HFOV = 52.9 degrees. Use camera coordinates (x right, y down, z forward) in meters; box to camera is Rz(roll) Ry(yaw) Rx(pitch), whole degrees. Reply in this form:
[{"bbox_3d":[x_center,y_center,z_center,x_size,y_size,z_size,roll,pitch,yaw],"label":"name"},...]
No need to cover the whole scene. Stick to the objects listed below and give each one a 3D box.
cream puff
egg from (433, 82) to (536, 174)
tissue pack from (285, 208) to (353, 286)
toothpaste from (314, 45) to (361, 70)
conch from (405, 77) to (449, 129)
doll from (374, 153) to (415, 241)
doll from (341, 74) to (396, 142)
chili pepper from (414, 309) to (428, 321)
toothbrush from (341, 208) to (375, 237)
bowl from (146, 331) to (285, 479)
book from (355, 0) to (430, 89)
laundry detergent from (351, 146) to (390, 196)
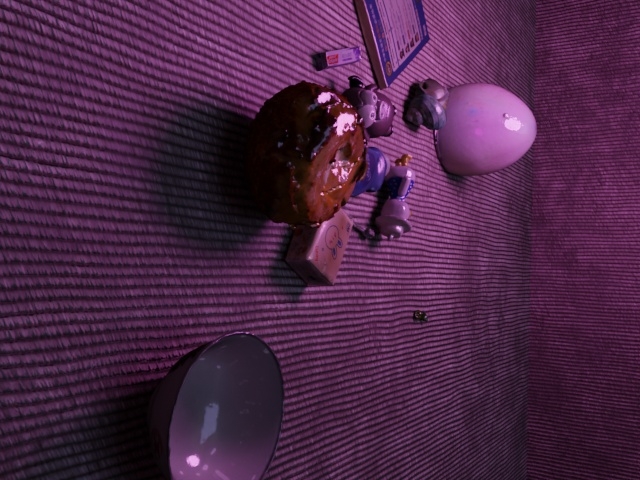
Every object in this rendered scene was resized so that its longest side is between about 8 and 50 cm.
[{"bbox_3d":[-0.047,-0.195,1.440,0.350,0.229,0.350,-46,151,-35],"label":"cream puff"},{"bbox_3d":[0.650,-0.426,2.455,0.354,0.340,0.354,-6,97,-58],"label":"egg"},{"bbox_3d":[0.000,0.000,1.646,0.148,0.092,0.196,48,50,-47],"label":"tissue pack"},{"bbox_3d":[0.052,-0.502,1.774,0.196,0.040,0.047,-32,115,-53],"label":"toothpaste"},{"bbox_3d":[0.368,-0.459,2.208,0.176,0.122,0.188,61,36,-6],"label":"conch"},{"bbox_3d":[0.241,-0.130,2.010,0.119,0.138,0.293,19,67,-15],"label":"doll"},{"bbox_3d":[0.131,-0.360,1.829,0.257,0.117,0.182,5,92,-60],"label":"doll"},{"bbox_3d":[0.355,0.266,2.285,0.030,0.034,0.091,-54,146,6],"label":"chili pepper"},{"bbox_3d":[0.077,-0.065,1.835,0.294,0.028,0.026,32,62,-48],"label":"toothbrush"},{"bbox_3d":[-0.224,0.336,1.231,0.337,0.157,0.337,-4,95,-57],"label":"bowl"},{"bbox_3d":[0.243,-0.709,2.075,0.428,0.039,0.300,-52,132,-44],"label":"book"},{"bbox_3d":[0.123,-0.204,1.838,0.290,0.094,0.143,-16,100,-57],"label":"laundry detergent"}]
